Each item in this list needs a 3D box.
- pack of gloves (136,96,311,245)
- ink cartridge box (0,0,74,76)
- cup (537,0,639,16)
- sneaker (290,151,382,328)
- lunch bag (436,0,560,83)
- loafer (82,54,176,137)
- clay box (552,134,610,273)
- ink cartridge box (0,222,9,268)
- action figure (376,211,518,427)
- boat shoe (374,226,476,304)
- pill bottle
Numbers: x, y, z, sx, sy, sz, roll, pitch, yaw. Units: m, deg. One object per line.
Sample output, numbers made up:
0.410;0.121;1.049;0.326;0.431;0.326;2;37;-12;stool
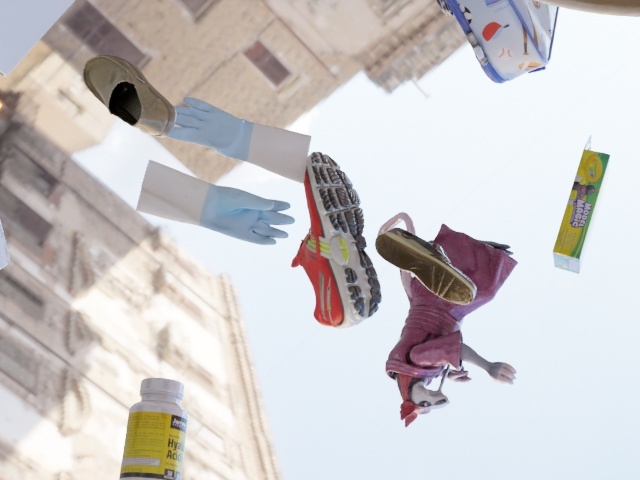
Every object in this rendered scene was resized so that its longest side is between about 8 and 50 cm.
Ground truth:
-0.130;-0.106;1.463;0.046;0.232;0.195;139;-36;-65;pack of gloves
-0.268;-0.251;0.847;0.153;0.087;0.208;-46;-139;7;ink cartridge box
0.188;-0.328;0.615;0.331;0.331;0.237;-3;-119;57;cup
0.000;0.000;1.547;0.118;0.107;0.279;-22;-108;34;sneaker
0.274;-0.380;1.524;0.114;0.243;0.303;-18;-150;32;lunch bag
-0.223;-0.169;1.143;0.148;0.050;0.056;35;-75;28;loafer
0.463;-0.063;1.776;0.053;0.127;0.222;17;-98;18;clay box
-0.503;-0.035;1.084;0.278;0.117;0.201;36;-126;29;ink cartridge box
0.192;0.140;1.737;0.370;0.275;0.248;-62;-173;-29;action figure
0.145;0.027;1.335;0.049;0.152;0.056;-43;160;-38;boat shoe
-0.175;0.208;1.077;0.065;0.065;0.116;-20;-122;45;pill bottle
